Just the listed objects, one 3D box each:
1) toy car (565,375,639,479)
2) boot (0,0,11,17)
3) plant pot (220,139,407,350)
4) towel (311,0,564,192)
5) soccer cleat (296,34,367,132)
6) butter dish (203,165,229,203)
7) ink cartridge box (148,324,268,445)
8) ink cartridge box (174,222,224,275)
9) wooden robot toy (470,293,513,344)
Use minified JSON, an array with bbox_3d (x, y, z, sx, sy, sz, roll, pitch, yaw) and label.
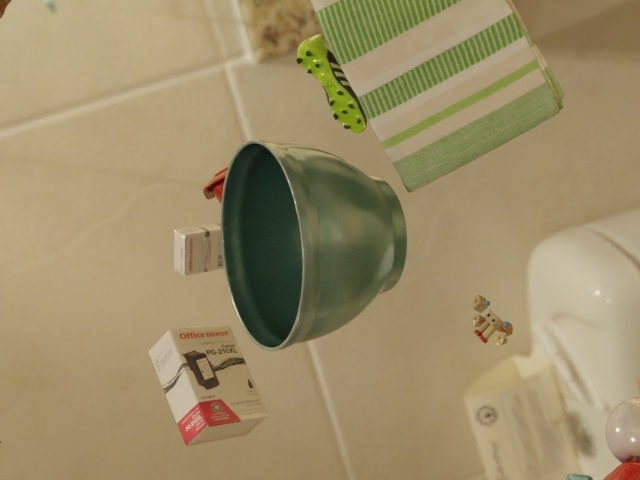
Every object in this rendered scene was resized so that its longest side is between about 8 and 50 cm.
[{"bbox_3d":[0.503,0.336,1.520,0.210,0.219,0.238,51,-135,-63],"label":"toy car"},{"bbox_3d":[-0.465,-0.511,1.473,0.280,0.096,0.264,82,-155,-55],"label":"boot"},{"bbox_3d":[0.000,0.000,1.388,0.293,0.196,0.293,21,113,62],"label":"plant pot"},{"bbox_3d":[0.151,-0.259,1.297,0.325,0.248,0.038,60,-169,-16],"label":"towel"},{"bbox_3d":[0.030,-0.261,1.613,0.060,0.072,0.179,-20,111,43],"label":"soccer cleat"},{"bbox_3d":[-0.115,-0.085,1.723,0.118,0.160,0.160,59,175,2],"label":"butter dish"},{"bbox_3d":[-0.244,0.308,2.109,0.100,0.172,0.237,-46,59,35],"label":"ink cartridge box"},{"bbox_3d":[-0.265,0.017,2.227,0.056,0.135,0.099,24,116,49],"label":"ink cartridge box"},{"bbox_3d":[0.400,0.199,2.222,0.079,0.076,0.173,29,-166,-30],"label":"wooden robot toy"}]
